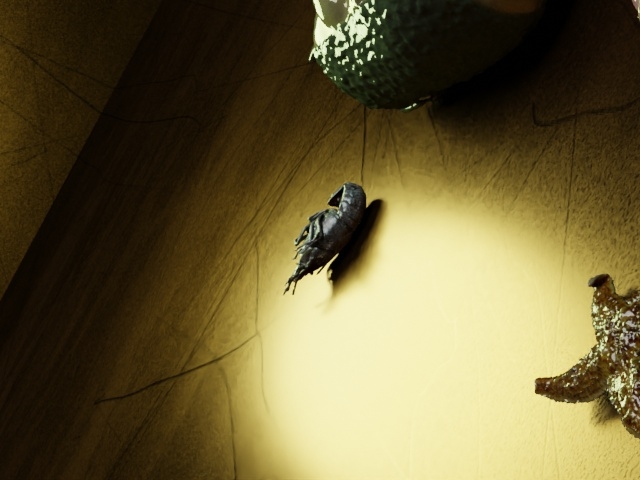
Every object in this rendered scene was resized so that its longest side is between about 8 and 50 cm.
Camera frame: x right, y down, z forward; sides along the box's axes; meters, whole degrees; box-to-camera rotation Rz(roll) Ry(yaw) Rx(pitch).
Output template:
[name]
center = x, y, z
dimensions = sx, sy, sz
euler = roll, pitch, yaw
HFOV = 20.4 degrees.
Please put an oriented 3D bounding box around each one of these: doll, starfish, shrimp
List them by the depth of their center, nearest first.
[starfish]
center = 0.265, 0.082, 1.483
dimensions = 0.227, 0.043, 0.240
euler = -50, 25, 27
[doll]
center = 0.113, -0.284, 2.064
dimensions = 0.349, 0.247, 0.247
euler = -43, 26, 55
[shrimp]
center = 0.000, 0.000, 2.191
dimensions = 0.165, 0.056, 0.065
euler = -46, 38, 8

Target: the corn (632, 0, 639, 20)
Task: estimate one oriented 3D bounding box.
[corn]
center = 0.336, -0.303, 1.726
dimensions = 0.126, 0.126, 0.335
euler = -44, 27, 37
